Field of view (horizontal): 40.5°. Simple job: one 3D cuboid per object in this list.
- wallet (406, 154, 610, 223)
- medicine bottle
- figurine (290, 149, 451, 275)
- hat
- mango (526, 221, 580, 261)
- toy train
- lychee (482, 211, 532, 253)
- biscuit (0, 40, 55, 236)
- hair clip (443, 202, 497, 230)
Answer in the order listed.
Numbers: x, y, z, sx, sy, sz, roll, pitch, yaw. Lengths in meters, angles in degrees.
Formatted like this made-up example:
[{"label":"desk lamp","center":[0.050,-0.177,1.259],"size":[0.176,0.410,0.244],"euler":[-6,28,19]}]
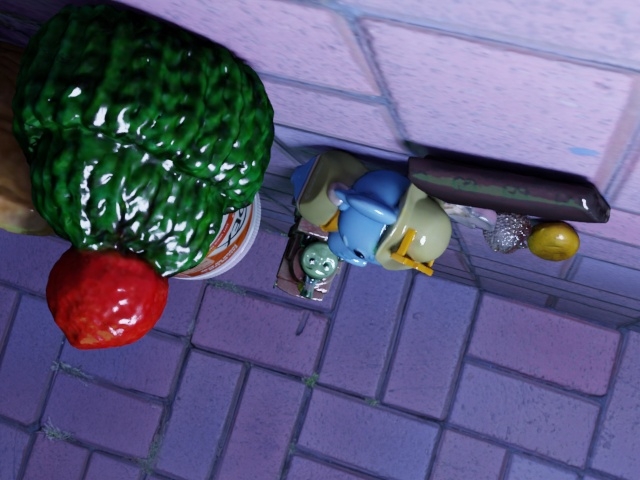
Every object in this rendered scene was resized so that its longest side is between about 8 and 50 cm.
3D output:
[{"label":"wallet","center":[0.238,-0.060,1.080],"size":[0.229,0.049,0.182],"euler":[13,178,26]},{"label":"medicine bottle","center":[-0.250,-0.065,1.495],"size":[0.252,0.252,0.241],"euler":[16,176,11]},{"label":"figurine","center":[0.074,-0.039,1.246],"size":[0.262,0.154,0.180],"euler":[27,154,51]},{"label":"hat","center":[-0.199,-0.051,0.894],"size":[0.274,0.332,0.242],"euler":[16,167,-15]},{"label":"mango","center":[0.360,-0.001,1.339],"size":[0.079,0.057,0.114],"euler":[20,168,8]},{"label":"toy train","center":[0.000,0.000,1.588],"size":[0.150,0.221,0.304],"euler":[19,175,-4]},{"label":"lychee","center":[0.289,-0.013,1.338],"size":[0.083,0.067,0.068],"euler":[33,138,23]},{"label":"biscuit","center":[-0.387,-0.147,1.063],"size":[0.385,0.062,0.365],"euler":[14,-145,-24]},{"label":"hair clip","center":[0.160,-0.054,1.332],"size":[0.146,0.075,0.257],"euler":[36,160,-27]}]
